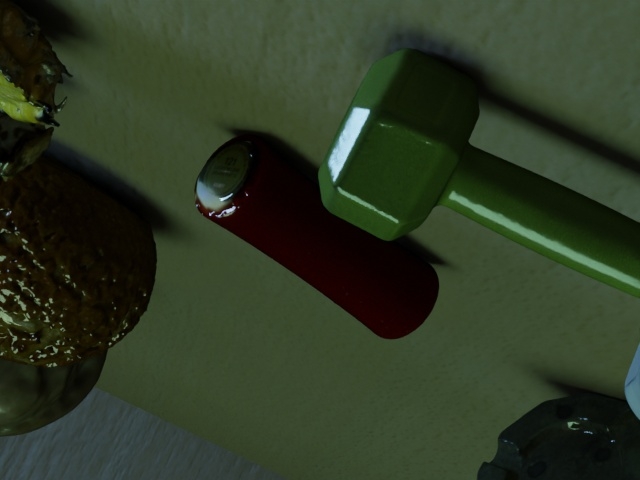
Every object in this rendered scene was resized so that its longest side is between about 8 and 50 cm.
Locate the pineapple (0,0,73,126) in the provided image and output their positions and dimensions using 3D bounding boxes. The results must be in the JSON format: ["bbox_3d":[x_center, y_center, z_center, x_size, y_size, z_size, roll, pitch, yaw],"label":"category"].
[{"bbox_3d":[-0.281,-0.164,1.520,0.225,0.076,0.225,26,171,4],"label":"pineapple"}]

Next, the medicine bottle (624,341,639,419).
[{"bbox_3d":[0.306,0.097,1.346,0.183,0.119,0.069,23,164,4],"label":"medicine bottle"}]

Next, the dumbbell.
[{"bbox_3d":[0.149,-0.010,1.239,0.302,0.121,0.108,25,139,-1],"label":"dumbbell"}]

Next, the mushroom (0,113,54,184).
[{"bbox_3d":[-0.374,-0.097,1.693,0.278,0.163,0.297,24,-169,4],"label":"mushroom"}]

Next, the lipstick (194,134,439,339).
[{"bbox_3d":[0.000,0.000,1.643,0.241,0.080,0.080,35,164,-38],"label":"lipstick"}]

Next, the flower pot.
[{"bbox_3d":[0.288,0.289,1.940,0.290,0.290,0.259,12,149,46],"label":"flower pot"}]

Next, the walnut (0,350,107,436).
[{"bbox_3d":[-0.385,0.118,2.448,0.227,0.273,0.273,33,166,-32],"label":"walnut"}]

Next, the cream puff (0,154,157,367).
[{"bbox_3d":[-0.316,0.019,2.036,0.303,0.212,0.303,19,168,4],"label":"cream puff"}]
